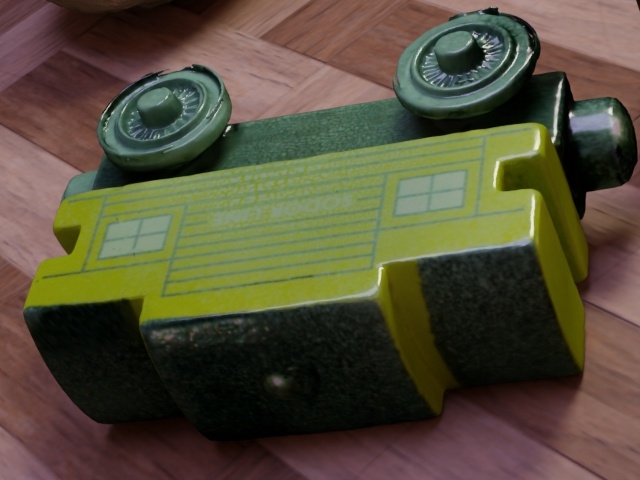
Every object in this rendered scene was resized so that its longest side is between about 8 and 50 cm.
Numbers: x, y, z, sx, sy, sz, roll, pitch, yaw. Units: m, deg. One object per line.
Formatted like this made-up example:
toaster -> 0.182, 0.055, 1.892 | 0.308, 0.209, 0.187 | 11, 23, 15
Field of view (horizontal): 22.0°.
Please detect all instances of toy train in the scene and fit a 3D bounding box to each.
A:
toy train -> 0.000, 0.000, 1.163 | 0.442, 0.179, 0.272 | -8, 44, 20

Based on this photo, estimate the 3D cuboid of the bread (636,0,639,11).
bread -> 0.297, -0.221, 1.221 | 0.096, 0.222, 0.181 | 5, 49, 37

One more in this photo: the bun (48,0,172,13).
bun -> -0.163, -0.377, 1.691 | 0.365, 0.219, 0.365 | -42, 29, 30
